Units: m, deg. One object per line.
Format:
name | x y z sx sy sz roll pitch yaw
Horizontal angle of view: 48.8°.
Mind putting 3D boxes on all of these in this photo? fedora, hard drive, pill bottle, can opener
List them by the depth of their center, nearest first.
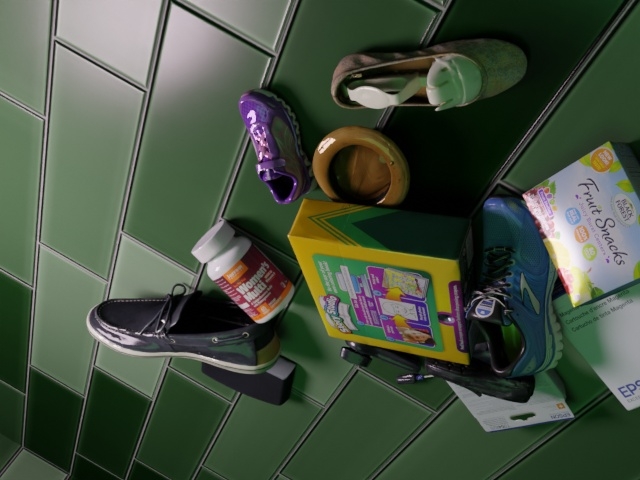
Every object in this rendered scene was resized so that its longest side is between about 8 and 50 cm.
fedora | 0.081 -0.135 1.268 0.194 0.079 0.194 15 134 16
pill bottle | -0.170 0.068 1.549 0.221 0.121 0.121 46 134 -15
can opener | 0.140 0.258 1.601 0.186 0.059 0.073 16 107 2
hard drive | -0.196 0.336 1.843 0.255 0.054 0.172 21 135 10

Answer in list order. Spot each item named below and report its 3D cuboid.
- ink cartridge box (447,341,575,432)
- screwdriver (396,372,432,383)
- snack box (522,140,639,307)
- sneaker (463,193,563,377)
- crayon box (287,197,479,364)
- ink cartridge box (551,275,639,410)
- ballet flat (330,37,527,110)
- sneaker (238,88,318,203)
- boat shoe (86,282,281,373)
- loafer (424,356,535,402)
ink cartridge box | 0.396 0.308 1.510 0.223 0.045 0.224 -23 113 37
screwdriver | 0.247 0.309 1.610 0.170 0.024 0.025 -18 146 36
snack box | 0.440 -0.024 1.107 0.174 0.070 0.207 -36 67 44
sneaker | 0.328 0.084 1.217 0.130 0.147 0.330 -5 97 53
crayon box | 0.136 0.084 1.362 0.313 0.106 0.363 9 145 22
ink cartridge box | 0.532 0.089 1.158 0.330 0.071 0.324 49 138 6
ballet flat | 0.160 -0.246 1.112 0.316 0.106 0.107 0 127 28
sneaker | -0.087 -0.165 1.314 0.095 0.104 0.236 -7 123 34
boat shoe | -0.337 0.196 1.714 0.500 0.187 0.156 8 126 15
loafer | 0.322 0.285 1.443 0.223 0.076 0.078 11 122 14
